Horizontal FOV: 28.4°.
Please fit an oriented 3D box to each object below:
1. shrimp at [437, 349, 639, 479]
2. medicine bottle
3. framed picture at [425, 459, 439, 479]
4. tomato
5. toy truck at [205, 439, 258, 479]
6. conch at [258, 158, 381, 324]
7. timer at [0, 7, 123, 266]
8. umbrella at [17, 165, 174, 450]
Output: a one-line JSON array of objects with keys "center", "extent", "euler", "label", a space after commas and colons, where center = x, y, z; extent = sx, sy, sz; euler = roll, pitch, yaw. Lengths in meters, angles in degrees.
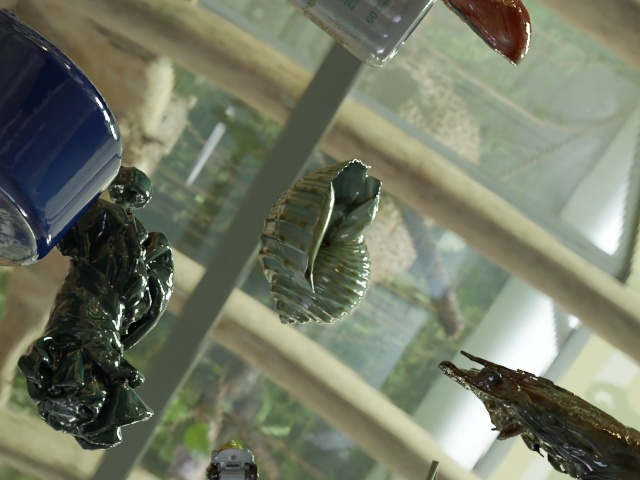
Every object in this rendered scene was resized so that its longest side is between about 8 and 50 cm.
[{"center": [0.178, 0.182, 0.940], "extent": [0.143, 0.251, 0.052], "euler": [-53, 174, -2], "label": "shrimp"}, {"center": [0.024, -0.314, 1.473], "extent": [0.135, 0.215, 0.135], "euler": [-51, 180, 0], "label": "medicine bottle"}, {"center": [0.117, 0.350, 1.517], "extent": [0.109, 0.011, 0.149], "euler": [-36, 136, -73], "label": "framed picture"}, {"center": [0.228, -0.333, 1.767], "extent": [0.082, 0.174, 0.166], "euler": [-46, -158, 12], "label": "tomato"}, {"center": [-0.131, 0.340, 1.815], "extent": [0.077, 0.076, 0.111], "euler": [-140, -126, -76], "label": "toy truck"}, {"center": [-0.007, 0.001, 1.149], "extent": [0.135, 0.102, 0.153], "euler": [45, 51, -70], "label": "conch"}, {"center": [-0.371, 0.001, 1.088], "extent": [0.383, 0.270, 0.270], "euler": [-63, -177, -28], "label": "timer"}, {"center": [-0.222, 0.048, 1.320], "extent": [0.094, 0.143, 0.349], "euler": [-17, -139, 24], "label": "umbrella"}]
